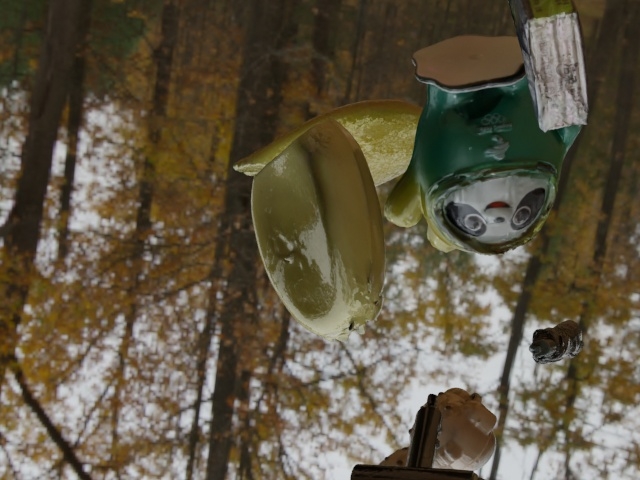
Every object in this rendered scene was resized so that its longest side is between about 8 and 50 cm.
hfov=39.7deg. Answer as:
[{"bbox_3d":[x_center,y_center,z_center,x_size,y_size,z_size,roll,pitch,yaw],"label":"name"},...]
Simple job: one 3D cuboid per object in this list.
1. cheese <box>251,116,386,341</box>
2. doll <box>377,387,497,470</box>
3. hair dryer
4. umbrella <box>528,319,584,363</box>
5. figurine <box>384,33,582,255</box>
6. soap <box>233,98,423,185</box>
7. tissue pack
[{"bbox_3d":[0.000,0.000,1.347,0.128,0.315,0.259,-12,168,-31],"label":"cheese"},{"bbox_3d":[0.161,0.348,1.399,0.119,0.278,0.154,42,-169,-8],"label":"doll"},{"bbox_3d":[0.153,0.267,1.112,0.196,0.078,0.248,-1,-153,14],"label":"hair dryer"},{"bbox_3d":[0.395,0.172,1.496,0.059,0.066,0.236,-24,166,27],"label":"umbrella"},{"bbox_3d":[0.254,-0.135,1.395,0.324,0.340,0.231,-8,-146,1],"label":"figurine"},{"bbox_3d":[0.048,-0.174,1.830,0.427,0.115,0.306,-24,151,39],"label":"soap"},{"bbox_3d":[0.286,-0.276,1.135,0.073,0.173,0.235,-11,-136,13],"label":"tissue pack"}]
